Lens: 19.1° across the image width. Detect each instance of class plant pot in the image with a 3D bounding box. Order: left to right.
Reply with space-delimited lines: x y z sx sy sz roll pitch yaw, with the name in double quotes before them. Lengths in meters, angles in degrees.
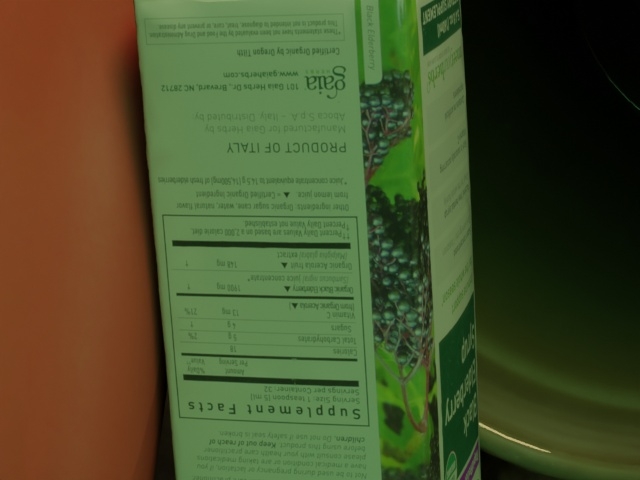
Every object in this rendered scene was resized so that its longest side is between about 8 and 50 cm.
"plant pot" -0.166 -0.002 0.684 0.275 0.275 0.243 1 71 -15
"plant pot" 0.158 -0.094 0.786 0.323 0.323 0.280 40 25 9

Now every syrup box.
"syrup box" 0.002 0.022 0.672 0.096 0.237 0.093 0 14 17
